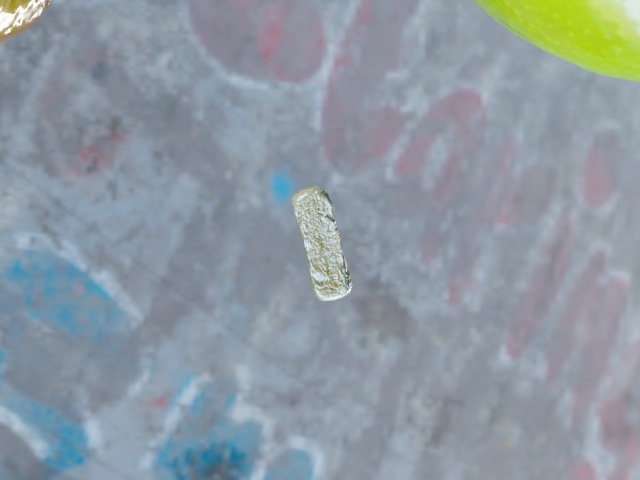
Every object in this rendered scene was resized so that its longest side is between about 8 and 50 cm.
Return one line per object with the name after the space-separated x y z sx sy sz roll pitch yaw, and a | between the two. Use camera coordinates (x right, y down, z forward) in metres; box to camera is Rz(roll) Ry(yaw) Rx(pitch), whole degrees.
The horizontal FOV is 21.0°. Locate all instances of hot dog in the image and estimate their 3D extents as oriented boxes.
0.000 0.000 1.302 0.030 0.034 0.090 -14 108 -1 | hot dog

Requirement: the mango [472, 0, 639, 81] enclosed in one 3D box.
0.108 -0.185 0.736 0.143 0.175 0.293 63 4 -61 | mango

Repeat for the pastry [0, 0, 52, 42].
-0.363 -0.344 1.648 0.356 0.164 0.356 -2 92 -64 | pastry
